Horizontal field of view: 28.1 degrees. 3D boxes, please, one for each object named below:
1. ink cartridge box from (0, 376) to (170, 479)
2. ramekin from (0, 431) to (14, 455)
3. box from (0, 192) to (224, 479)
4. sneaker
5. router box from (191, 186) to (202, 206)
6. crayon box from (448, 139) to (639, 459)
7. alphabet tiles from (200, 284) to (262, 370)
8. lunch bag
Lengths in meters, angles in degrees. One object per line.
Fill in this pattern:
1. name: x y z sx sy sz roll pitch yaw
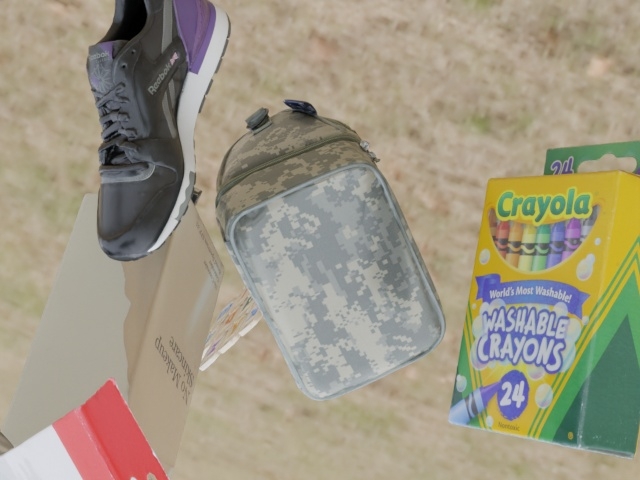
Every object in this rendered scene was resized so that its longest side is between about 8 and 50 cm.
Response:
1. ink cartridge box: -0.122 0.190 0.736 0.181 0.056 0.225 59 153 5
2. ramekin: -0.324 0.226 0.881 0.135 0.277 0.277 31 163 -38
3. box: -0.201 0.111 1.280 0.121 0.311 0.148 -2 142 16
4. sneaker: -0.182 -0.124 1.199 0.107 0.283 0.124 -5 156 36
5. router box: -0.207 -0.024 1.512 0.092 0.122 0.038 27 -169 -1
6. crayon box: 0.246 0.046 1.311 0.083 0.322 0.203 15 172 -31
7. alphabet tiles: -0.100 0.088 2.065 0.021 0.278 0.284 39 128 -10
8. lunch bag: 0.000 0.000 1.586 0.305 0.213 0.256 64 179 -26
